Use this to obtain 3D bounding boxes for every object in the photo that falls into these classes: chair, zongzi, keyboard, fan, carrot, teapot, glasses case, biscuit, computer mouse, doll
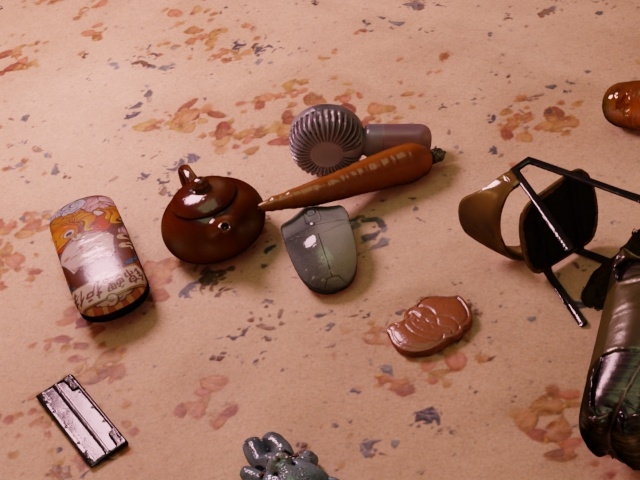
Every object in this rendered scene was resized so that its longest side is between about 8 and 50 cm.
[{"bbox_3d":[0.337,-0.017,1.850,0.172,0.158,0.247,-30,40,-13],"label":"chair"},{"bbox_3d":[0.496,0.164,1.581,0.318,0.154,0.289,7,51,20],"label":"zongzi"},{"bbox_3d":[-0.352,0.263,1.884,0.067,0.011,0.202,-33,40,-18],"label":"keyboard"},{"bbox_3d":[0.068,-0.170,2.188,0.244,0.130,0.074,0,43,0],"label":"fan"},{"bbox_3d":[0.555,-0.213,2.073,0.193,0.087,0.087,13,46,34],"label":"carrot"},{"bbox_3d":[-0.190,-0.060,2.128,0.178,0.135,0.252,-22,38,-13],"label":"teapot"},{"bbox_3d":[-0.372,0.025,2.131,0.122,0.082,0.321,-21,38,-9],"label":"glasses case"},{"bbox_3d":[0.055,-0.102,2.112,0.336,0.069,0.069,-17,36,-14],"label":"carrot"},{"bbox_3d":[0.160,0.121,1.857,0.130,0.019,0.102,-32,41,-20],"label":"biscuit"},{"bbox_3d":[-0.001,-0.004,2.035,0.113,0.068,0.229,-17,37,-2],"label":"computer mouse"},{"bbox_3d":[-0.052,0.296,1.672,0.120,0.075,0.179,-22,38,-12],"label":"doll"}]

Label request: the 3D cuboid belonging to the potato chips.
[{"bbox_3d":[0.448,0.032,1.766,0.209,0.142,0.026,-5,24,-25],"label":"potato chips"}]
